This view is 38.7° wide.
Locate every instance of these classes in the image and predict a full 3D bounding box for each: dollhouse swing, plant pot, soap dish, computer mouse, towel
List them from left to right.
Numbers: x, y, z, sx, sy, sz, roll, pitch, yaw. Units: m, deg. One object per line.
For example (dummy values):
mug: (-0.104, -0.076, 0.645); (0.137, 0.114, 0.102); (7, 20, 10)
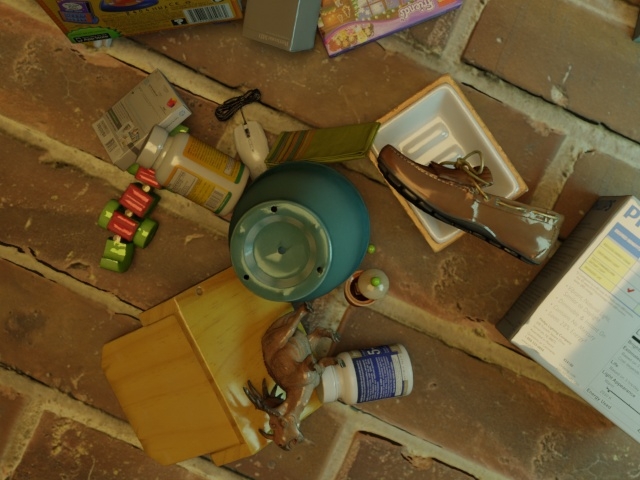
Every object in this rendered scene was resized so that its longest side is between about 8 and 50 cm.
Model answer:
dollhouse swing: (-0.233, 0.270, 1.938); (0.315, 0.305, 0.346); (-29, 93, -38)
computer mouse: (-0.145, -0.213, 1.909); (0.106, 0.042, 0.193); (-21, 93, 3)
plant pot: (-0.054, -0.004, 1.691); (0.272, 0.255, 0.271); (1, 100, 8)
towel: (0.002, -0.195, 1.834); (0.237, 0.102, 0.021); (-3, 139, 32)
soap dish: (0.245, -0.157, 1.859); (0.229, 0.118, 0.291); (-35, 92, 4)

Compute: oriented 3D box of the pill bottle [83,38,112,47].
pill bottle: (-0.481, -0.429, 1.908); (0.083, 0.043, 0.043); (16, 94, 2)

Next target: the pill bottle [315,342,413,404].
pill bottle: (0.086, 0.279, 1.877); (0.187, 0.112, 0.112); (-7, 94, -14)

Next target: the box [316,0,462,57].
box: (0.118, -0.522, 1.868); (0.293, 0.057, 0.201); (-21, 93, 4)

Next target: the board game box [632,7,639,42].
board game box: (0.808, -0.483, 1.824); (0.303, 0.097, 0.224); (12, 94, 3)

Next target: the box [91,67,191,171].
box: (-0.371, -0.250, 1.879); (0.186, 0.038, 0.145); (-41, 52, 5)

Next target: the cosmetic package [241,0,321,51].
cosmetic package: (-0.067, -0.506, 1.810); (0.127, 0.107, 0.238); (20, 111, 24)

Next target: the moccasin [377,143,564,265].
moccasin: (0.286, -0.091, 1.733); (0.380, 0.139, 0.147); (26, 94, -1)

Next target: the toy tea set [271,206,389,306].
toy tea set: (0.000, 0.000, 1.852); (0.336, 0.124, 0.200); (27, 73, -1)

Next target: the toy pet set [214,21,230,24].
toy pet set: (-0.181, -0.500, 1.895); (0.122, 0.065, 0.114); (30, 60, -3)

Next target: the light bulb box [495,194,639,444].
light bulb box: (0.606, 0.154, 1.811); (0.358, 0.225, 0.361); (39, 94, 0)

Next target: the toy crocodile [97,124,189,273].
toy crocodile: (-0.371, -0.093, 1.896); (0.115, 0.105, 0.340); (29, 94, 0)

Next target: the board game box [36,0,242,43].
board game box: (-0.364, -0.623, 1.696); (0.357, 0.356, 0.356); (-8, 79, 3)

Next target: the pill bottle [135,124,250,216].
pill bottle: (-0.256, -0.143, 1.812); (0.208, 0.117, 0.117); (27, 95, -16)

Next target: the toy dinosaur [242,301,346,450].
toy dinosaur: (-0.069, 0.241, 1.804); (0.200, 0.127, 0.295); (-29, 48, 21)
